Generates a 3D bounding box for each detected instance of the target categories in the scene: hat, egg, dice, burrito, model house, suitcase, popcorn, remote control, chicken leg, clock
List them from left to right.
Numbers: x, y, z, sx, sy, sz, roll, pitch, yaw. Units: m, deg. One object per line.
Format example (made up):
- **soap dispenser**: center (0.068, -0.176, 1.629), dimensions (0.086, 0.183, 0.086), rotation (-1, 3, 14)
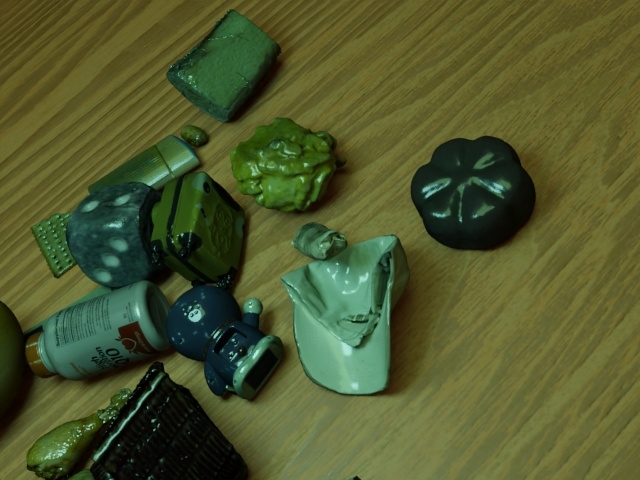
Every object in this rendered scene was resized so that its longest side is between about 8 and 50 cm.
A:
- **egg**: center (-0.771, 0.272, 1.362), dimensions (0.282, 0.282, 0.352), rotation (25, 91, 30)
- **remote control**: center (-0.562, 0.184, 1.504), dimensions (0.309, 0.038, 0.090), rotation (-30, 54, 0)
- **chicken leg**: center (-0.476, 0.385, 1.320), dimensions (0.251, 0.087, 0.107), rotation (-38, 46, -13)
- **dice**: center (-0.442, -0.014, 1.477), dimensions (0.183, 0.182, 0.182), rotation (-8, 35, 13)
- **model house**: center (-0.308, 0.384, 1.135), dimensions (0.297, 0.283, 0.317), rotation (24, 68, 30)
- **suitcase**: center (-0.273, -0.016, 1.437), dimensions (0.143, 0.194, 0.235), rotation (-12, 54, 24)
- **clock**: center (-0.196, 0.189, 1.313), dimensions (0.243, 0.146, 0.200), rotation (32, 78, 25)
- **popcorn**: center (-0.070, -0.165, 1.485), dimensions (0.265, 0.192, 0.233), rotation (-17, 34, -21)
- **burrito**: center (0.000, 0.000, 1.332), dimensions (0.082, 0.059, 0.275), rotation (-43, 12, -7)
- **hat**: center (0.081, 0.142, 1.259), dimensions (0.257, 0.168, 0.302), rotation (-15, 77, 37)

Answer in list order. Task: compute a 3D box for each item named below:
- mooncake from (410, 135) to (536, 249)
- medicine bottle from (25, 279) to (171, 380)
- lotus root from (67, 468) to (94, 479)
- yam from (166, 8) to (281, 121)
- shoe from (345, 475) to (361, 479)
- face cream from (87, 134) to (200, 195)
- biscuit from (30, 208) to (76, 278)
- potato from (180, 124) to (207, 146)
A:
- **mooncake**: center (0.308, -0.099, 1.330), dimensions (0.244, 0.133, 0.245), rotation (-12, 58, 20)
- **medicine bottle**: center (-0.468, 0.200, 1.387), dimensions (0.288, 0.157, 0.157), rotation (-20, 54, 6)
- **lotus root**: center (-0.430, 0.496, 1.200), dimensions (0.138, 0.139, 0.214), rotation (3, 32, 21)
- **yam**: center (-0.247, -0.461, 1.714), dimensions (0.271, 0.202, 0.201), rotation (-52, 21, -11)
- **shoe**: center (0.037, 0.470, 1.024), dimensions (0.350, 0.172, 0.198), rotation (11, 72, 12)
- **face cream**: center (-0.450, -0.166, 1.672), dimensions (0.285, 0.067, 0.139), rotation (-33, 55, -3)
- **biscuit**: center (-0.651, -0.007, 1.672), dimensions (0.144, 0.016, 0.203), rotation (-36, 55, -5)
- **potato**: center (-0.331, -0.274, 1.716), dimensions (0.083, 0.040, 0.051), rotation (31, 60, 31)
